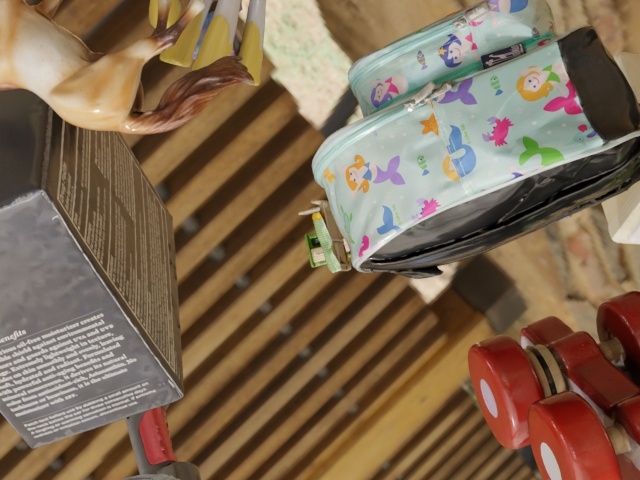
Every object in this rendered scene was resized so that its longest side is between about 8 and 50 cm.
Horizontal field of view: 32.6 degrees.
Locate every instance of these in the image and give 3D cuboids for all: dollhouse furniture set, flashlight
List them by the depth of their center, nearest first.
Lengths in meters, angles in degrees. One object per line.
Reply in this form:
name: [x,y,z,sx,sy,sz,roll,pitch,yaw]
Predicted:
dollhouse furniture set: [0.000,0.000,1.147,0.152,0.059,0.076,2,-105,-78]
flashlight: [-0.237,0.283,1.622,0.304,0.103,0.103,-121,27,-48]

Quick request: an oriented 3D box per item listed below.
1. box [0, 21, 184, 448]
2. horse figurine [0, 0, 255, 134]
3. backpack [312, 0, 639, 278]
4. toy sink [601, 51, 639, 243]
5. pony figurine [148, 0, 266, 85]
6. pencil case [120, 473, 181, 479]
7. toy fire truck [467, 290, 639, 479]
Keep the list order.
box: [-0.283,-0.008,1.112,0.296,0.183,0.294,-103,-8,-49]
horse figurine: [-0.188,-0.155,0.855,0.263,0.174,0.066,29,180,13]
backpack: [0.120,-0.075,0.878,0.191,0.254,0.225,62,-165,11]
toy sink: [0.394,-0.073,1.191,0.131,0.153,0.234,112,154,-50]
pony figurine: [-0.087,-0.378,1.326,0.303,0.363,0.351,17,-171,7]
pencil case: [-0.191,0.408,1.263,0.114,0.124,0.273,-3,103,39]
toy fire truck: [0.260,0.201,0.953,0.302,0.169,0.253,-131,25,-68]
